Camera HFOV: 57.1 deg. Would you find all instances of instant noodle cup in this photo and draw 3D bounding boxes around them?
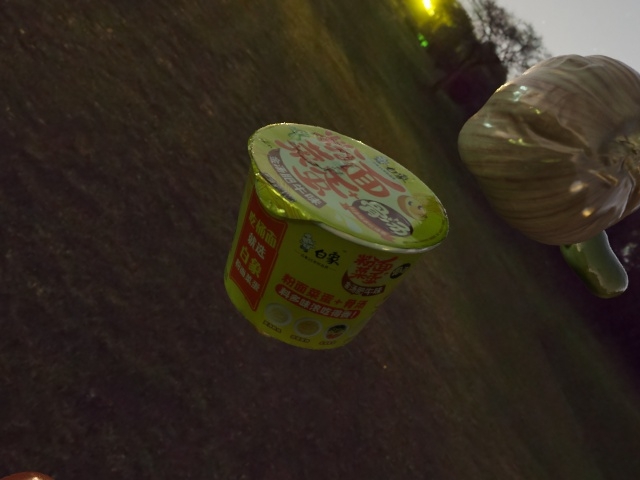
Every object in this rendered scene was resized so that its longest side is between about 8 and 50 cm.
[{"bbox_3d":[0.000,0.000,0.857,0.311,0.221,0.311,20,30,-12],"label":"instant noodle cup"}]

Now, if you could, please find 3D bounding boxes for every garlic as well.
[{"bbox_3d":[0.381,-0.134,0.908,0.317,0.317,0.259,45,-15,-30],"label":"garlic"}]

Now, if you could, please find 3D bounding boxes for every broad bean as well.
[{"bbox_3d":[0.558,0.033,1.205,0.124,0.082,0.174,3,52,-30],"label":"broad bean"}]

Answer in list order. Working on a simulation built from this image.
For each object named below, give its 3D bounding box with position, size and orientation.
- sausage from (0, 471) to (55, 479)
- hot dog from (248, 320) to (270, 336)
[{"bbox_3d":[-0.465,0.423,0.847,0.148,0.148,0.254,56,17,8],"label":"sausage"},{"bbox_3d":[-0.117,0.135,1.148,0.215,0.066,0.047,-140,-146,-65],"label":"hot dog"}]
